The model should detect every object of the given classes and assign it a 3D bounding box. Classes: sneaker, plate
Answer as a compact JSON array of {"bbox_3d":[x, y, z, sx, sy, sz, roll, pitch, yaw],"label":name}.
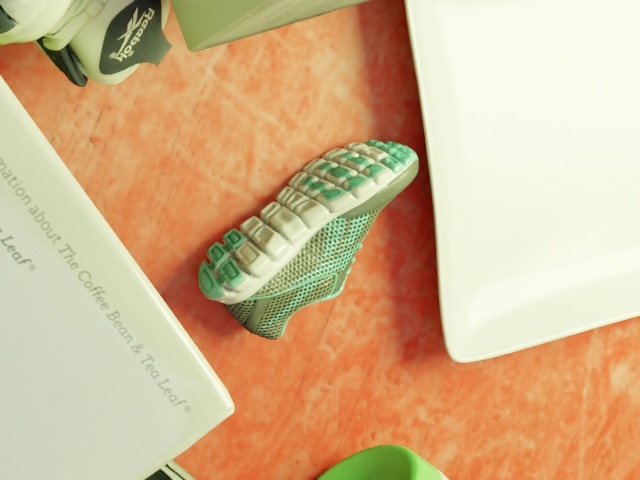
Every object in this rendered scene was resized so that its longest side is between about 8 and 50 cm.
[{"bbox_3d":[-0.126,-0.133,0.668,0.094,0.235,0.153,-46,124,4],"label":"sneaker"},{"bbox_3d":[0.000,0.000,0.831,0.166,0.065,0.076,-37,127,-8],"label":"sneaker"},{"bbox_3d":[0.190,-0.077,0.890,0.278,0.045,0.277,-13,103,-19],"label":"plate"}]

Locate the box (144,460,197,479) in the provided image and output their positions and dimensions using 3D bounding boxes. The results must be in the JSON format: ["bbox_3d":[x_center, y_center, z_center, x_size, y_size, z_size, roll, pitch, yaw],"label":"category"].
[{"bbox_3d":[-0.198,0.195,0.783,0.175,0.051,0.220,44,82,-22],"label":"box"}]

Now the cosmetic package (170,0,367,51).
[{"bbox_3d":[0.074,-0.254,0.700,0.365,0.155,0.197,-24,95,-29],"label":"cosmetic package"}]

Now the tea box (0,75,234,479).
[{"bbox_3d":[-0.242,-0.011,0.559,0.220,0.323,0.329,-36,98,-11],"label":"tea box"}]

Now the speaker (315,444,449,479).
[{"bbox_3d":[0.099,0.283,0.875,0.131,0.131,0.296,-40,111,-11],"label":"speaker"}]
